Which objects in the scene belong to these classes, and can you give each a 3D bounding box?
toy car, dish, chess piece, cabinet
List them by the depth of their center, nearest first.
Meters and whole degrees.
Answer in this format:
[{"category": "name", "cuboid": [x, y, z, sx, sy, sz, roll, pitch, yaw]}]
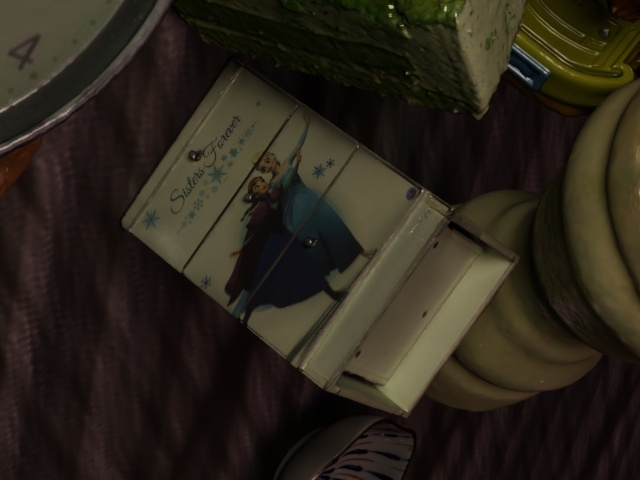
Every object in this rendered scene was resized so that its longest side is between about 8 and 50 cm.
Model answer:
[{"category": "cabinet", "cuboid": [0.000, 0.000, 1.085, 0.145, 0.206, 0.150, -55, 149, 3]}, {"category": "chess piece", "cuboid": [0.210, 0.017, 1.194, 0.234, 0.234, 0.442, -36, -175, -27]}, {"category": "toy car", "cuboid": [0.211, -0.203, 1.209, 0.248, 0.200, 0.142, -46, 175, -21]}, {"category": "dish", "cuboid": [0.005, 0.230, 1.462, 0.190, 0.066, 0.191, -37, 145, -31]}]

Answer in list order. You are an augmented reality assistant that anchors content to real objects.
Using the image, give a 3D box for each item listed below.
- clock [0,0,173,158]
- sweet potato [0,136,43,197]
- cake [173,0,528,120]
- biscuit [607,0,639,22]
[{"category": "clock", "cuboid": [-0.197, -0.170, 0.725, 0.319, 0.066, 0.319, -21, 134, -24]}, {"category": "sweet potato", "cuboid": [-0.150, -0.150, 0.876, 0.072, 0.066, 0.314, 24, 108, -18]}, {"category": "cake", "cuboid": [0.001, -0.132, 0.923, 0.100, 0.235, 0.099, 60, 36, -52]}, {"category": "biscuit", "cuboid": [0.217, -0.305, 1.016, 0.318, 0.040, 0.318, 7, 90, -69]}]
